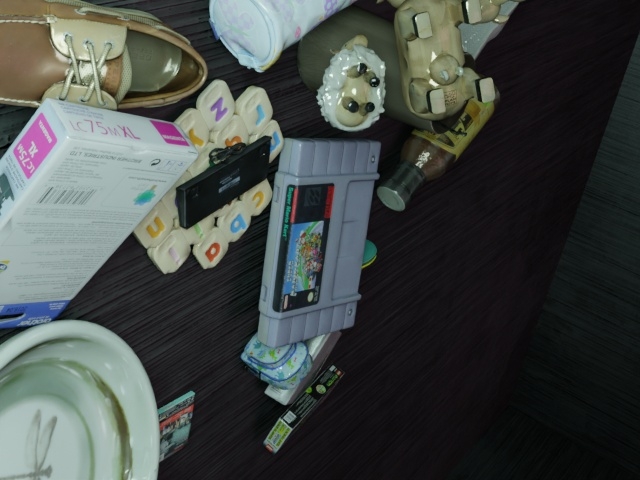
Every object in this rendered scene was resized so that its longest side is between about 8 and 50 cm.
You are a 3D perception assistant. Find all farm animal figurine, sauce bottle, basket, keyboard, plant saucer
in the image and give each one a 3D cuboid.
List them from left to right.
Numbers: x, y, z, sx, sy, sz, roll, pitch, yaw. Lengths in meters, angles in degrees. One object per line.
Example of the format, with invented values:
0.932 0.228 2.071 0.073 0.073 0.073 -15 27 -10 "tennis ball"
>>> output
-0.359 0.298 0.985 0.400 0.101 0.400 0 90 -65 "plant saucer"
-0.137 -0.097 1.124 0.180 0.023 0.108 -38 150 -38 "keyboard"
0.111 -0.262 1.216 0.204 0.227 0.154 4 111 -61 "basket"
0.242 -0.202 1.612 0.344 0.111 0.111 -52 150 -22 "sauce bottle"
0.160 -0.304 1.029 0.331 0.172 0.326 0 105 -14 "farm animal figurine"

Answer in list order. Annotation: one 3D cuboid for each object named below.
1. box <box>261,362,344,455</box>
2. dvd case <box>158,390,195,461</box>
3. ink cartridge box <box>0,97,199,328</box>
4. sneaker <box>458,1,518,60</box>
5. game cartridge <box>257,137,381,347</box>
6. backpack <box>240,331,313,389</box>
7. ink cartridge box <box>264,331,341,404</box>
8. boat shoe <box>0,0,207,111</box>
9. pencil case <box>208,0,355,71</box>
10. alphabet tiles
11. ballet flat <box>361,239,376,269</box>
-0.035 0.356 1.667 0.207 0.036 0.114 -39 164 -47 "box"
-0.257 0.325 1.352 0.087 0.013 0.119 -25 134 -49 "dvd case"
-0.295 -0.015 0.852 0.311 0.065 0.186 -46 158 22 "ink cartridge box"
0.264 -0.373 1.498 0.292 0.108 0.169 -42 177 6 "sneaker"
0.000 0.000 1.358 0.230 0.068 0.354 -11 113 -53 "game cartridge"
-0.078 0.213 1.442 0.105 0.114 0.084 -48 149 -23 "backpack"
-0.030 0.253 1.649 0.189 0.066 0.232 -58 174 -6 "ink cartridge box"
-0.244 -0.189 0.801 0.324 0.116 0.123 -21 130 -52 "boat shoe"
-0.020 -0.337 1.047 0.273 0.114 0.124 -45 127 -31 "pencil case"
-0.159 -0.088 1.139 0.284 0.021 0.278 -52 150 -19 "alphabet tiles"
0.017 0.051 1.519 0.231 0.077 0.077 -19 151 -49 "ballet flat"
